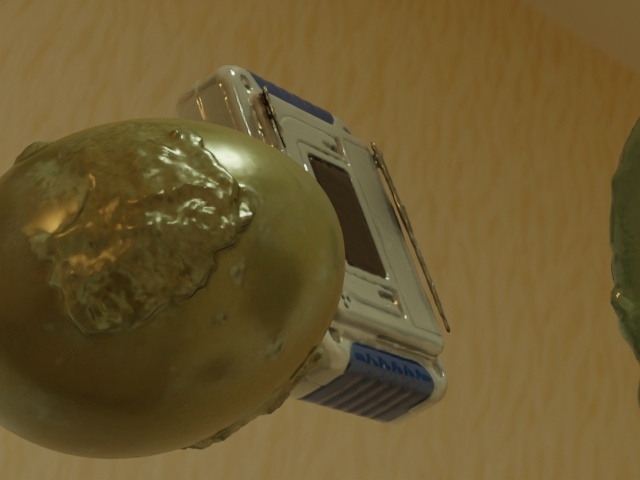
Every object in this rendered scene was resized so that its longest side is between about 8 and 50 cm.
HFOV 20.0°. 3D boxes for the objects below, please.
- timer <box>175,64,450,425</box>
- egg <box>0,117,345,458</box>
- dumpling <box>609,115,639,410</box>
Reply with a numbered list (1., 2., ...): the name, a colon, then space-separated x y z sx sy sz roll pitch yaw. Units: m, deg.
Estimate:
1. timer: 0.000 0.000 1.285 0.078 0.253 0.178 -32 -29 23
2. egg: -0.081 0.020 0.851 0.201 0.164 0.164 -17 -33 -31
3. dumpling: 0.288 0.029 0.818 0.270 0.320 0.212 15 -1 36
